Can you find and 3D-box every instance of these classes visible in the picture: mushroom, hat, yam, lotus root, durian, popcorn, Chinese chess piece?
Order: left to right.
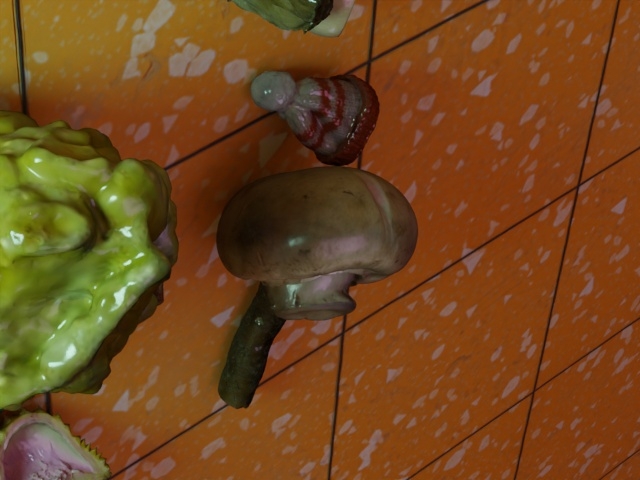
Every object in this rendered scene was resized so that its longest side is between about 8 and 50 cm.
[{"bbox_3d":[-0.345,0.282,2.104,0.182,0.132,0.165,-46,163,-29],"label":"durian"},{"bbox_3d":[-0.280,0.010,1.726,0.312,0.312,0.312,-33,146,-26],"label":"popcorn"},{"bbox_3d":[-0.078,0.112,2.337,0.061,0.061,0.253,-12,134,-46],"label":"yam"},{"bbox_3d":[-0.036,-0.288,1.880,0.070,0.144,0.143,-41,157,-27],"label":"lotus root"},{"bbox_3d":[-0.014,-0.156,2.098,0.162,0.093,0.112,14,105,-51],"label":"hat"},{"bbox_3d":[0.000,0.000,2.140,0.254,0.184,0.255,-6,163,-2],"label":"mushroom"},{"bbox_3d":[0.017,-0.284,1.971,0.122,0.051,0.122,-160,-90,-82],"label":"Chinese chess piece"}]

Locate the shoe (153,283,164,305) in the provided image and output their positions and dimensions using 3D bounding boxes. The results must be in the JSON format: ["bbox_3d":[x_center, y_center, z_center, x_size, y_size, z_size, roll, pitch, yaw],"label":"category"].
[{"bbox_3d":[-0.212,0.028,2.063,0.072,0.069,0.109,-25,139,4],"label":"shoe"}]

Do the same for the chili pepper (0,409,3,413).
[{"bbox_3d":[-0.360,0.159,2.002,0.227,0.059,0.088,-44,149,-3],"label":"chili pepper"}]
